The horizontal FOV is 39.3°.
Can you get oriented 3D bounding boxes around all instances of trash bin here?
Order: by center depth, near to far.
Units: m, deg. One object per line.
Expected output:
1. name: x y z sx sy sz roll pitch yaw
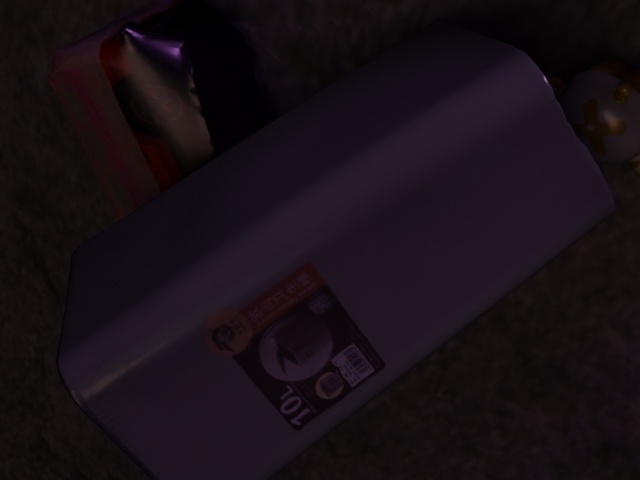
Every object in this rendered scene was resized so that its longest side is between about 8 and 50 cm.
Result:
1. trash bin: 0.000 0.000 0.636 0.343 0.223 0.158 -36 114 4

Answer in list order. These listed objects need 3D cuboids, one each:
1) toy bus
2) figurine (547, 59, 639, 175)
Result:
1. toy bus: -0.112 -0.061 0.803 0.147 0.127 0.302 -2 121 32
2. figurine: 0.199 -0.079 0.687 0.143 0.068 0.101 -23 102 52
